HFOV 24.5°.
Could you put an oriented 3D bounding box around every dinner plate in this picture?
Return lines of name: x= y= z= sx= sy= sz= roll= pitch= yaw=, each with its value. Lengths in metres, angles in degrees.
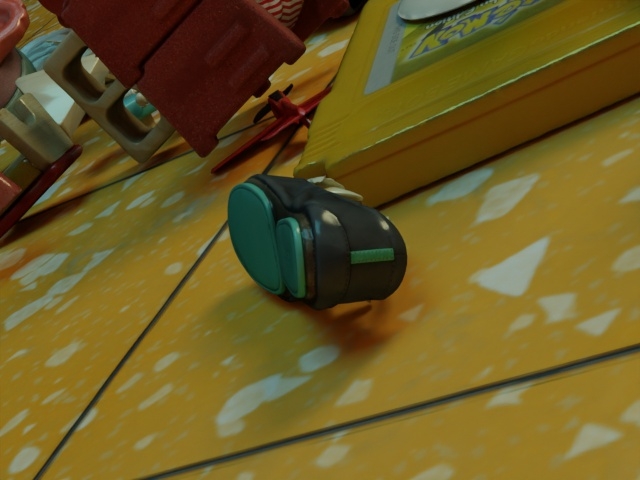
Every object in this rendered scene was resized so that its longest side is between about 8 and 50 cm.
dinner plate: x=0.113 y=-0.198 z=1.032 sx=0.141 sy=0.017 sz=0.141 roll=-27 pitch=22 yaw=12

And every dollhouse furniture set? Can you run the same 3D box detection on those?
dollhouse furniture set: x=-0.167 y=-0.100 z=1.181 sx=0.374 sy=0.152 sz=0.201 roll=-44 pitch=6 yaw=23

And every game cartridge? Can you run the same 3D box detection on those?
game cartridge: x=0.133 y=-0.146 z=0.966 sx=0.285 sy=0.053 sz=0.324 roll=-24 pitch=19 yaw=20

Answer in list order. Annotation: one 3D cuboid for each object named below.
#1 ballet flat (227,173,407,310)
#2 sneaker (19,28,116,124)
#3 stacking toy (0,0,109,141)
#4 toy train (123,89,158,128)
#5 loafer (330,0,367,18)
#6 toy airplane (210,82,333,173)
ballet flat: x=0.000 y=0.000 z=0.791 sx=0.074 sy=0.074 sz=0.203 roll=-34 pitch=13 yaw=-8
sneaker: x=-0.231 y=-0.193 z=1.573 sx=0.262 sy=0.099 sz=0.121 roll=-38 pitch=24 yaw=-15
stacking toy: x=-0.256 y=-0.196 z=1.463 sx=0.279 sy=0.130 sz=0.309 roll=21 pitch=66 yaw=31
toy train: x=-0.122 y=-0.135 z=1.340 sx=0.166 sy=0.046 sz=0.125 roll=-21 pitch=15 yaw=27
loafer: x=0.079 y=-0.307 z=1.409 sx=0.095 sy=0.109 sz=0.302 roll=21 pitch=57 yaw=42
toy airplane: x=-0.023 y=-0.094 z=1.106 sx=0.151 sy=0.028 sz=0.151 roll=-29 pitch=19 yaw=11
